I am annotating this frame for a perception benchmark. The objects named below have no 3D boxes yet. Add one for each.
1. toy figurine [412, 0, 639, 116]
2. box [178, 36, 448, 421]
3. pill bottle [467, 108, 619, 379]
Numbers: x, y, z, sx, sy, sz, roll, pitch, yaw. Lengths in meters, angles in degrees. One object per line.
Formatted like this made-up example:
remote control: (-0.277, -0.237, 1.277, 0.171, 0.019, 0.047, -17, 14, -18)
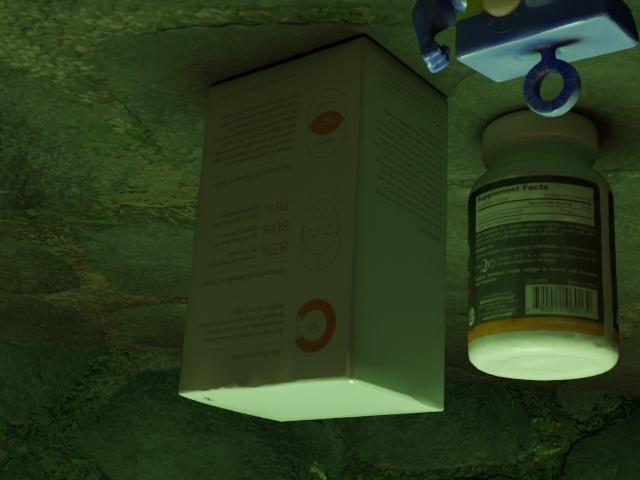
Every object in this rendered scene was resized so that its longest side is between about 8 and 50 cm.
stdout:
toy figurine: (0.190, -0.183, 0.703, 0.363, 0.217, 0.191, -9, 158, 33)
box: (0.000, 0.000, 1.067, 0.215, 0.345, 0.168, -10, 157, 36)
pill bottle: (0.246, 0.006, 1.146, 0.162, 0.278, 0.162, 3, 161, 1)
